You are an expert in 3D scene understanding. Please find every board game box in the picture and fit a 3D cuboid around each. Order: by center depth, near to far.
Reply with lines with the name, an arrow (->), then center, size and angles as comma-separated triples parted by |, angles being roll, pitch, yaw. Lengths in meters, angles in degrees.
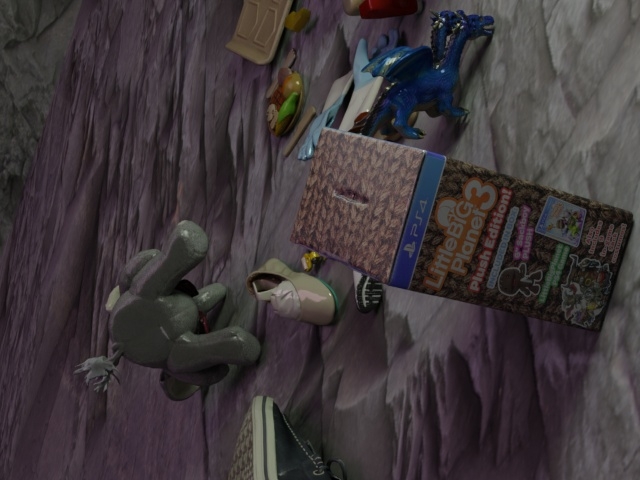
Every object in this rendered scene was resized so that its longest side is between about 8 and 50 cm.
board game box -> 0.155, -0.015, 1.277 | 0.232, 0.291, 0.141 | 24, 99, 61

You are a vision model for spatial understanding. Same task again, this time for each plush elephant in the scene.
plush elephant -> -0.268, 0.147, 2.052 | 0.330, 0.272, 0.255 | -33, 1, 10

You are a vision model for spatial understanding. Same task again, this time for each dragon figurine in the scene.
dragon figurine -> 0.115, -0.217, 1.533 | 0.085, 0.289, 0.144 | 24, 137, 63

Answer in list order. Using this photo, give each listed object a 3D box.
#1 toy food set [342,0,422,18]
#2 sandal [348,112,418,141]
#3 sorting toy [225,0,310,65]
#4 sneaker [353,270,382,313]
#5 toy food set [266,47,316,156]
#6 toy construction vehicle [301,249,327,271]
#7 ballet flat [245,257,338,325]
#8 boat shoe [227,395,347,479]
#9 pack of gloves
toy food set -> 0.108, -0.399, 1.705 | 0.232, 0.104, 0.111 | -32, 68, 62
sandal -> 0.052, -0.152, 1.741 | 0.240, 0.079, 0.088 | -47, 40, 42
sorting toy -> -0.077, -0.442, 2.150 | 0.307, 0.041, 0.229 | 38, 107, 59
sneaker -> 0.068, 0.059, 1.674 | 0.044, 0.040, 0.109 | 125, 152, -63
toy food set -> -0.070, -0.254, 2.046 | 0.132, 0.038, 0.192 | -56, 34, 33
toy construction vehicle -> 0.000, 0.000, 1.825 | 0.098, 0.035, 0.086 | -52, 48, 41
ballet flat -> -0.056, 0.089, 1.822 | 0.248, 0.086, 0.086 | 22, 97, 64
boat shoe -> -0.039, 0.388, 1.606 | 0.500, 0.156, 0.187 | -120, 44, -67
pack of gloves -> 0.033, -0.235, 1.760 | 0.195, 0.046, 0.232 | -34, 24, 44
